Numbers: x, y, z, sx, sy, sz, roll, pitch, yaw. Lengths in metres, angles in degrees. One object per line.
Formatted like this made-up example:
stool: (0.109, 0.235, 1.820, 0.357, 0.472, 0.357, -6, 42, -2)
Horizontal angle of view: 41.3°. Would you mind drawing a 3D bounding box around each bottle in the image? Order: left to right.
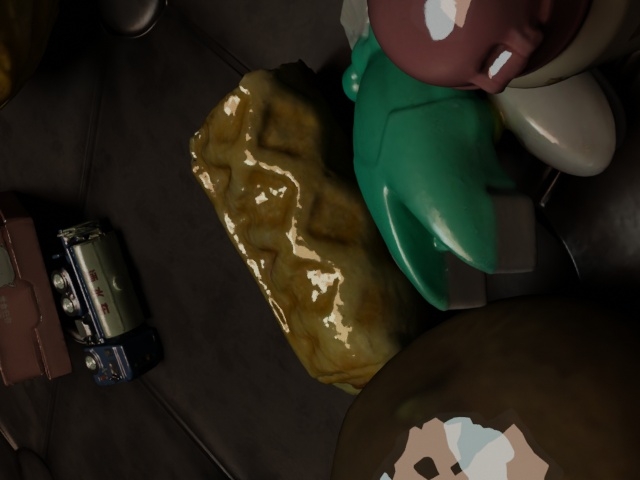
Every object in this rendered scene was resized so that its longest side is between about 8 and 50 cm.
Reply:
bottle: (0.117, -0.136, 0.427, 0.110, 0.233, 0.110, 22, 123, 38)

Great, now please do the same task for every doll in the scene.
doll: (0.096, -0.087, 0.561, 0.195, 0.153, 0.258, 178, 88, -65)

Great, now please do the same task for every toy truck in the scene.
toy truck: (-0.261, 0.074, 1.040, 0.088, 0.074, 0.201, -10, 101, 39)

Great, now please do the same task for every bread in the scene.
bread: (0.000, 0.000, 0.689, 0.267, 0.130, 0.152, 62, -179, 3)

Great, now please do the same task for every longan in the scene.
longan: (0.128, 0.148, 0.559, 0.215, 0.246, 0.246, -117, 23, -62)

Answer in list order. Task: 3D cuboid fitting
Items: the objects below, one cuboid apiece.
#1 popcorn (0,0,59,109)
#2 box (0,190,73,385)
popcorn: (-0.435, -0.293, 0.858, 0.390, 0.344, 0.354, 104, 171, -63)
box: (-0.407, 0.058, 1.113, 0.215, 0.086, 0.215, 26, 128, 62)
